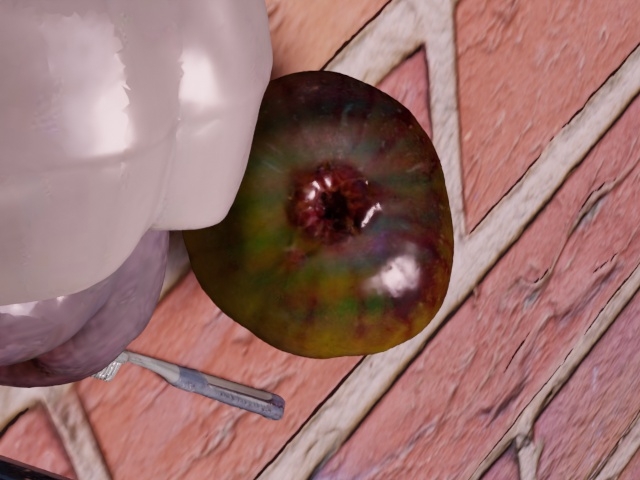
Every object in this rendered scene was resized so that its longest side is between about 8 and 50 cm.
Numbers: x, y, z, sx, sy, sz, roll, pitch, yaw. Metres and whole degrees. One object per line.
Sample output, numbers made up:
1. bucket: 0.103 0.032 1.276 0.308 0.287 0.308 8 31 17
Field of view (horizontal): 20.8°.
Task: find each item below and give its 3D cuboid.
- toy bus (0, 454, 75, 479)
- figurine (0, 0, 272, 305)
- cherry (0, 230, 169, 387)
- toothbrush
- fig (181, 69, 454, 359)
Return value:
1. toy bus: -0.185 0.240 0.774 0.131 0.106 0.297 -11 115 -70
2. figurine: -0.130 -0.072 0.501 0.176 0.236 0.133 -32 138 -43
3. cherry: -0.130 -0.021 0.657 0.176 0.140 0.176 1 90 -66
4. toothbrush: -0.073 0.080 0.966 0.019 0.016 0.219 -62 152 1
5. fig: 0.000 0.000 0.933 0.149 0.149 0.245 -58 176 -9
